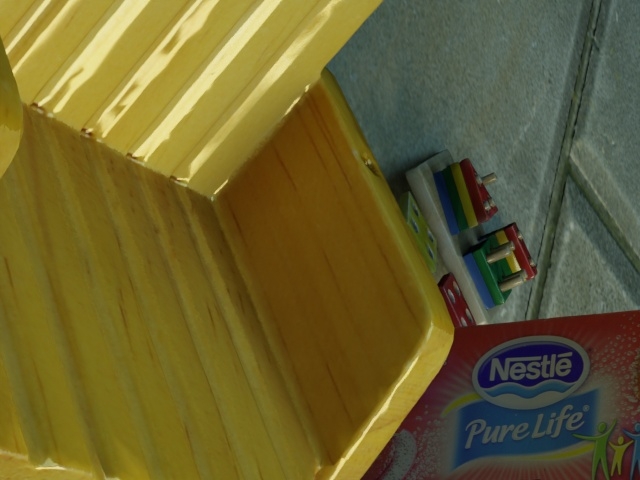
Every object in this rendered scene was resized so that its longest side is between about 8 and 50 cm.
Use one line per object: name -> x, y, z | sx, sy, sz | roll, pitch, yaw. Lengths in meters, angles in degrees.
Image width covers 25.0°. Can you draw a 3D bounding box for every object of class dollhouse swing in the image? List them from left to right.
dollhouse swing -> -0.021, -0.088, 0.635 | 0.347, 0.305, 0.315 | 30, 30, -53

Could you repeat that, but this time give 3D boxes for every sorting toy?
sorting toy -> 0.123, -0.009, 1.135 | 0.132, 0.046, 0.274 | 66, 18, -2

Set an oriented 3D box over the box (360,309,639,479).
box -> 0.150, 0.137, 0.844 | 0.154, 0.300, 0.142 | 36, 55, -45
